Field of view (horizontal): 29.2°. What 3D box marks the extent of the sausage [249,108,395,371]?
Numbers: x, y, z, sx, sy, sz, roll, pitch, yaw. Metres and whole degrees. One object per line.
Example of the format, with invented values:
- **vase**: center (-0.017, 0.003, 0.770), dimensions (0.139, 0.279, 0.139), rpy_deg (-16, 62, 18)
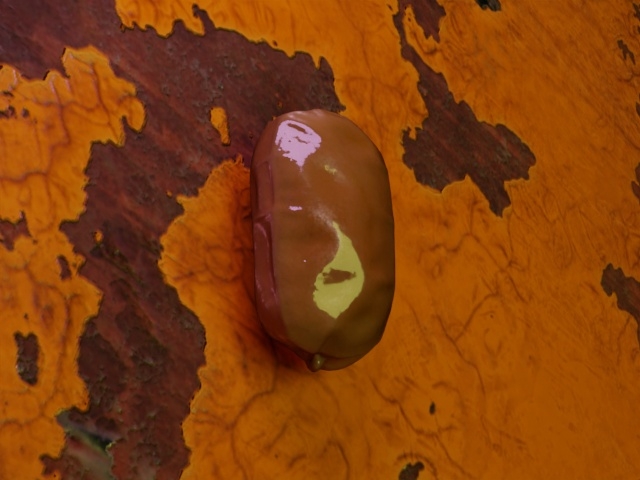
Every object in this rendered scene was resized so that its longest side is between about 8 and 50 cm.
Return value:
- **sausage**: center (0.000, 0.000, 1.114), dimensions (0.136, 0.120, 0.241), rpy_deg (6, 71, -34)
